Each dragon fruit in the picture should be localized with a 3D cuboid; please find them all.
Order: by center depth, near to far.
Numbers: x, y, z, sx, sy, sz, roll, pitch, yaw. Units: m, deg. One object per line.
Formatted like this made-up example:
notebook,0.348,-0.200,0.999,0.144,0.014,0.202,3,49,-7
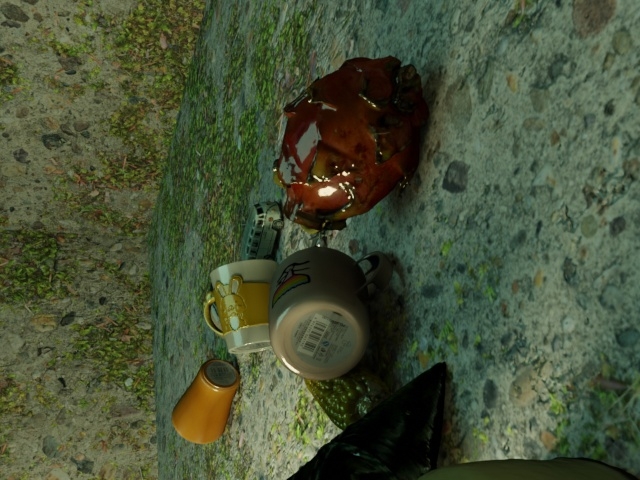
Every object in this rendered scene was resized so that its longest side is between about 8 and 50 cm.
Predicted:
dragon fruit,0.051,-0.166,1.140,0.250,0.250,0.315,-131,46,-59

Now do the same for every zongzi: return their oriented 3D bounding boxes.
zongzi,0.088,0.372,1.029,0.362,0.319,0.384,-52,-14,-31

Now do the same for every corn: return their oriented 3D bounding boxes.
corn,0.042,0.273,1.246,0.322,0.119,0.119,-152,67,-71

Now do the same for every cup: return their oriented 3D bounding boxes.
cup,0.024,0.117,1.193,0.252,0.192,0.200,-35,17,10
cup,-0.207,0.180,1.744,0.241,0.185,0.226,-21,70,26
cup,-0.353,0.500,2.136,0.264,0.182,0.226,-62,1,32

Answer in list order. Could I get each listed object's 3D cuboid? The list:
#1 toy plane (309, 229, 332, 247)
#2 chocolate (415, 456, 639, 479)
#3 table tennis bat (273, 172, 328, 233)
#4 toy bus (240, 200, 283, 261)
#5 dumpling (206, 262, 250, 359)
toy plane,0.000,0.000,1.497,0.120,0.031,0.049,138,140,-63
chocolate,0.184,0.379,0.667,0.314,0.296,0.326,-104,27,-46
table tennis bat,-0.038,-0.129,1.596,0.321,0.050,0.199,30,116,60
toy bus,-0.164,-0.017,1.816,0.087,0.088,0.194,-121,41,-53
dumpling,-0.265,0.210,1.910,0.204,0.163,0.293,-32,63,39
